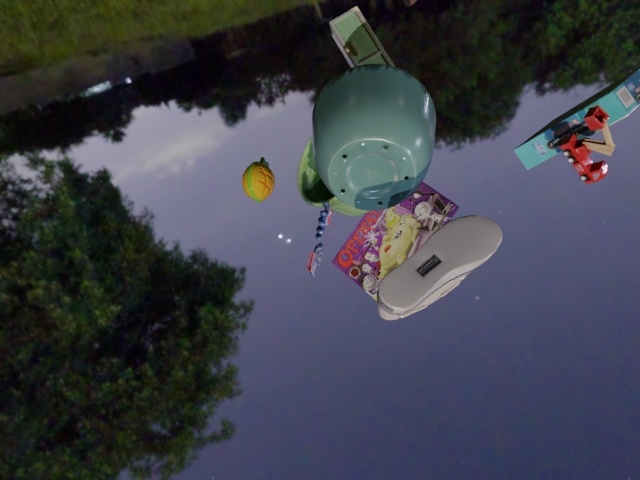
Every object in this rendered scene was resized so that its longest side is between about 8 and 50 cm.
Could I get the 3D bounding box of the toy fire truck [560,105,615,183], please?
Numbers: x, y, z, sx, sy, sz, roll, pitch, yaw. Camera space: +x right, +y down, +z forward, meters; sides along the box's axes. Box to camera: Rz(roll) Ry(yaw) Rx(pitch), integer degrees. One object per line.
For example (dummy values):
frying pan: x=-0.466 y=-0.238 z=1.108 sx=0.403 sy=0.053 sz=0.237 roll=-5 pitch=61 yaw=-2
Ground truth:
toy fire truck: x=0.689 y=-0.236 z=1.471 sx=0.047 sy=0.192 sz=0.135 roll=-51 pitch=-161 yaw=-29

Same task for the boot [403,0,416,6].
boot: x=0.248 y=-0.661 z=1.469 sx=0.037 sy=0.106 sz=0.114 roll=28 pitch=-124 yaw=32

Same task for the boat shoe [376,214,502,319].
boat shoe: x=0.208 y=0.053 z=1.029 sx=0.267 sy=0.088 sz=0.096 roll=-37 pitch=-111 yaw=-21

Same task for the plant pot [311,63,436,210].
plant pot: x=0.117 y=-0.205 z=1.291 sx=0.293 sy=0.293 sz=0.235 roll=-14 pitch=-143 yaw=16

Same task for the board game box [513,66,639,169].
board game box: x=0.759 y=-0.349 z=1.664 sx=0.254 sy=0.079 sz=0.336 roll=-34 pitch=180 yaw=-34

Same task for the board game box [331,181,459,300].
board game box: x=0.207 y=-0.014 z=1.658 sx=0.208 sy=0.056 sz=0.346 roll=40 pitch=-81 yaw=32

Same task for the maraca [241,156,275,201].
maraca: x=-0.192 y=-0.196 z=1.865 sx=0.099 sy=0.127 sz=0.185 roll=-5 pitch=-154 yaw=18

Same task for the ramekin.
ramekin: x=0.084 y=-0.216 z=1.667 sx=0.303 sy=0.148 sz=0.303 roll=-28 pitch=-130 yaw=41

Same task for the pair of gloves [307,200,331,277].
pair of gloves: x=0.000 y=0.000 z=1.436 sx=0.023 sy=0.198 sz=0.159 roll=12 pitch=-173 yaw=6

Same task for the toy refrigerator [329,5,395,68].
toy refrigerator: x=0.138 y=-0.578 z=1.805 sx=0.102 sy=0.269 sz=0.094 roll=-29 pitch=172 yaw=1
